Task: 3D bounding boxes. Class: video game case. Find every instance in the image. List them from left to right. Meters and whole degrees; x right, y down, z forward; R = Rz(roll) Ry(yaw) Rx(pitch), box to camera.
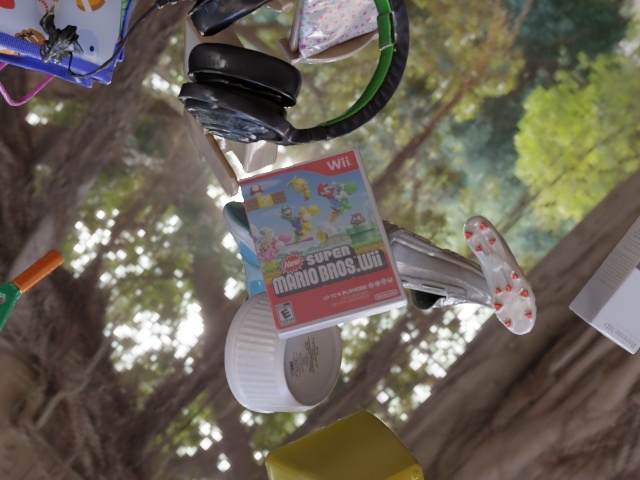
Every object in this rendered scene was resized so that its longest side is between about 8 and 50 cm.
[{"bbox_3d":[0.000,0.000,1.820,0.025,0.204,0.285,78,176,-62],"label":"video game case"}]

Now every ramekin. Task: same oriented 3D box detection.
[{"bbox_3d":[-0.053,0.190,1.944,0.109,0.207,0.207,4,173,37],"label":"ramekin"}]

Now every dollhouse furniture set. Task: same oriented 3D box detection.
[{"bbox_3d":[0.023,-0.228,1.474,0.355,0.303,0.174,-22,-117,-21],"label":"dollhouse furniture set"}]

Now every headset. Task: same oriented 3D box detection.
[{"bbox_3d":[-0.102,-0.221,1.279,0.394,0.243,0.185,-5,-177,-20],"label":"headset"}]

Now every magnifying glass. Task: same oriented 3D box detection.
[{"bbox_3d":[-0.509,0.092,1.874,0.092,0.026,0.231,36,-120,19],"label":"magnifying glass"}]

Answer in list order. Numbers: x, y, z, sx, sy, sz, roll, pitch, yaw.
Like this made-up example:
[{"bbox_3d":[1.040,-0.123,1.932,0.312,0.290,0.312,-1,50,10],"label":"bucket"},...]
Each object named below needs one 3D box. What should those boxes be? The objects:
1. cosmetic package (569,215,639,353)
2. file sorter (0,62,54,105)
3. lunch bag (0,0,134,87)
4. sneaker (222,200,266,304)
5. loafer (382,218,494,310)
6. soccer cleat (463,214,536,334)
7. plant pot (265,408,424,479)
[{"bbox_3d":[0.539,0.063,1.948,0.117,0.231,0.085,33,-175,-25],"label":"cosmetic package"},{"bbox_3d":[-0.482,-0.360,1.627,0.291,0.182,0.202,39,163,16],"label":"file sorter"},{"bbox_3d":[-0.387,-0.380,1.350,0.385,0.327,0.239,13,-179,-23],"label":"lunch bag"},{"bbox_3d":[-0.124,0.072,2.277,0.127,0.208,0.319,2,-149,-36],"label":"sneaker"},{"bbox_3d":[0.194,0.066,1.953,0.319,0.111,0.112,25,-175,-31],"label":"loafer"},{"bbox_3d":[0.281,0.049,1.791,0.196,0.068,0.076,65,-162,0],"label":"soccer cleat"},{"bbox_3d":[0.064,0.424,1.884,0.212,0.212,0.187,-20,-164,-30],"label":"plant pot"}]
